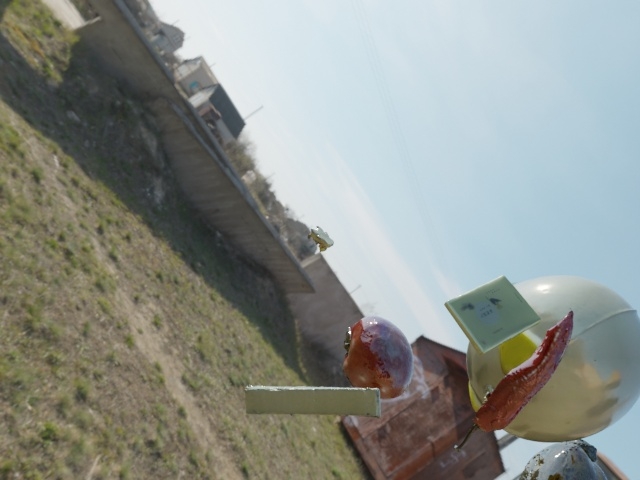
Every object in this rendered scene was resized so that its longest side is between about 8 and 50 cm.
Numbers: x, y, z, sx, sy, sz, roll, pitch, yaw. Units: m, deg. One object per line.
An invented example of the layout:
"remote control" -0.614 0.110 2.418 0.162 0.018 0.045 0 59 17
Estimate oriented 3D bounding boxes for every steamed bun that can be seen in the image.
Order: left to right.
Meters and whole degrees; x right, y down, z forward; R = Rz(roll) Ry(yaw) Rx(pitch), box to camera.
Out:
"steamed bun" 0.466 0.240 0.914 0.334 0.333 0.374 54 -25 35

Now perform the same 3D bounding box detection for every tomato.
"tomato" 0.244 0.423 1.730 0.289 0.176 0.335 20 42 -5

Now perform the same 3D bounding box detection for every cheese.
"cheese" -0.028 0.463 1.293 0.034 0.399 0.085 30 58 -78

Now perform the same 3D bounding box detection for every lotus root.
"lotus root" 0.571 0.651 1.081 0.196 0.397 0.179 56 -33 -9

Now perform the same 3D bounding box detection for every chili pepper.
"chili pepper" 0.282 0.211 0.643 0.059 0.268 0.050 31 12 -45

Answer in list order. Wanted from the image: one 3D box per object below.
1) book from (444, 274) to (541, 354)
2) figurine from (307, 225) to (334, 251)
"book" 0.225 0.094 0.585 0.077 0.110 0.014 58 -28 27
"figurine" 0.000 0.000 1.313 0.083 0.047 0.051 47 -45 20
